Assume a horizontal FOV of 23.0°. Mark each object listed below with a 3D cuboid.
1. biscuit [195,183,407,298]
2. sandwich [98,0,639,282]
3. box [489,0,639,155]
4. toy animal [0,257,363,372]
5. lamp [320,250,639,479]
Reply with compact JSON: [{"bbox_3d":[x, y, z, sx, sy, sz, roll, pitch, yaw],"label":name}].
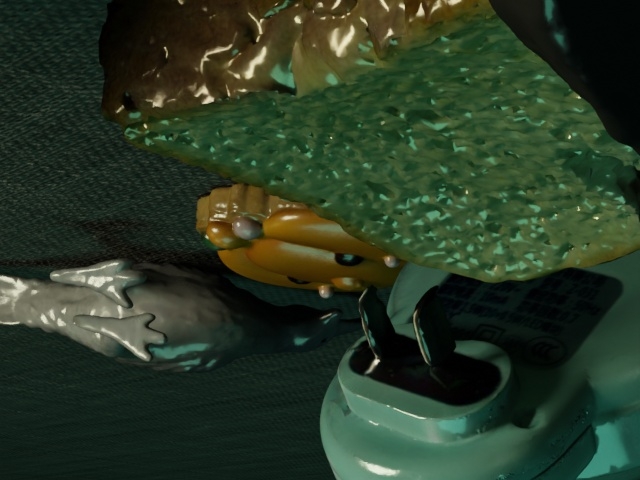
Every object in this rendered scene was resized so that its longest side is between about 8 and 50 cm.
[{"bbox_3d":[0.000,0.004,1.018,0.170,0.050,0.170,3,164,1],"label":"biscuit"},{"bbox_3d":[0.085,-0.073,0.623,0.254,0.100,0.288,21,156,-36],"label":"sandwich"},{"bbox_3d":[0.148,-0.101,0.427,0.201,0.042,0.212,-48,142,13],"label":"box"},{"bbox_3d":[-0.141,0.054,1.160,0.366,0.081,0.206,3,176,-1],"label":"toy animal"},{"bbox_3d":[0.121,0.059,0.849,0.209,0.147,0.284,12,-156,44],"label":"lamp"}]
